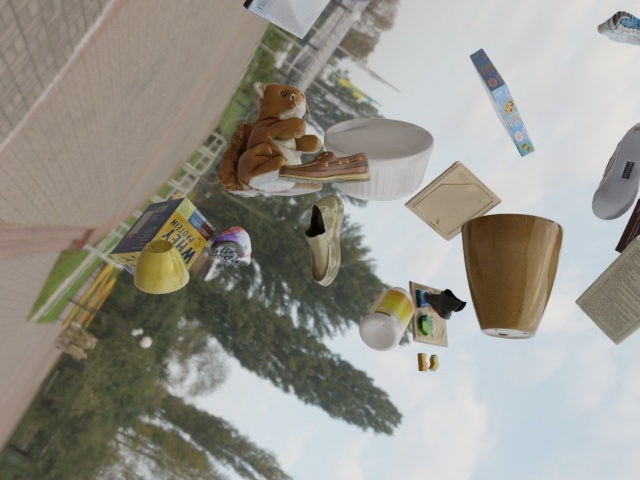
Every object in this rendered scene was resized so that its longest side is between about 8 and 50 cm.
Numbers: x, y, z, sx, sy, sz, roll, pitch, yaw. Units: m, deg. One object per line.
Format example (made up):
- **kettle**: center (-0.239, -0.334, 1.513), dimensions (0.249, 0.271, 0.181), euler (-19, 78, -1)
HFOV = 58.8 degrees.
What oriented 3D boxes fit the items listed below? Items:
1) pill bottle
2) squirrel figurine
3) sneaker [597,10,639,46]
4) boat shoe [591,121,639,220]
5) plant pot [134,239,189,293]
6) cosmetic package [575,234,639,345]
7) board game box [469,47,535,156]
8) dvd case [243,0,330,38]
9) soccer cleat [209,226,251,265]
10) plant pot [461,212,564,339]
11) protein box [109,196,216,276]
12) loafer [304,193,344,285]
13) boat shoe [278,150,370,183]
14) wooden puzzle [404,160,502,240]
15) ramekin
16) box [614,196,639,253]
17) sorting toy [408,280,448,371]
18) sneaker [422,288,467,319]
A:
- **pill bottle**: center (0.193, 0.213, 1.600), dimensions (0.117, 0.117, 0.215), euler (-49, 177, 32)
- **squirrel figurine**: center (-0.197, -0.350, 1.961), dimensions (0.397, 0.281, 0.370), euler (-11, -105, 33)
- **sneaker**: center (0.826, -0.558, 1.520), dimensions (0.083, 0.191, 0.071), euler (-177, -81, -70)
- **boat shoe**: center (0.749, -0.167, 1.394), dimensions (0.084, 0.095, 0.258), euler (-46, 154, -44)
- **plant pot**: center (-0.394, 0.055, 1.399), dimensions (0.134, 0.134, 0.095), euler (-78, 174, -60)
- **cosmetic package**: center (0.797, 0.115, 1.421), dimensions (0.113, 0.160, 0.309), euler (-25, 153, -24)
- **board game box**: center (0.414, -0.312, 1.291), dimensions (0.039, 0.211, 0.160), euler (-27, -137, 18)
- **dvd case**: center (-0.075, -0.669, 1.555), dimensions (0.180, 0.022, 0.253), euler (-48, 153, 23)
- **soccer cleat**: center (-0.270, 0.004, 1.727), dimensions (0.318, 0.109, 0.116), euler (84, 8, -80)
- **plant pot**: center (0.443, 0.096, 1.336), dimensions (0.237, 0.237, 0.254), euler (149, -46, -64)
- **protein box**: center (-0.446, 0.003, 1.607), dimensions (0.200, 0.136, 0.201), euler (-5, -135, 44)
- **loafer**: center (0.000, 0.000, 1.626), dimensions (0.102, 0.092, 0.268), euler (20, -71, 53)
- **boat shoe**: center (0.007, -0.136, 1.057), dimensions (0.064, 0.178, 0.060), euler (-173, -100, -74)
- **wooden puzzle**: center (0.418, -0.123, 1.792), dimensions (0.221, 0.239, 0.044), euler (-41, -148, 27)
- **ramekin**: center (0.141, -0.200, 1.405), dimensions (0.273, 0.273, 0.127), euler (-76, 169, -57)
- **box**: center (0.930, -0.013, 1.485), dimensions (0.203, 0.167, 0.168), euler (38, -49, 39)
- **sorting toy**: center (0.387, 0.304, 1.970), dimensions (0.041, 0.229, 0.307), euler (-18, -116, 39)
- **sneaker**: center (0.388, 0.184, 1.785), dimensions (0.170, 0.051, 0.089), euler (55, -48, 55)
